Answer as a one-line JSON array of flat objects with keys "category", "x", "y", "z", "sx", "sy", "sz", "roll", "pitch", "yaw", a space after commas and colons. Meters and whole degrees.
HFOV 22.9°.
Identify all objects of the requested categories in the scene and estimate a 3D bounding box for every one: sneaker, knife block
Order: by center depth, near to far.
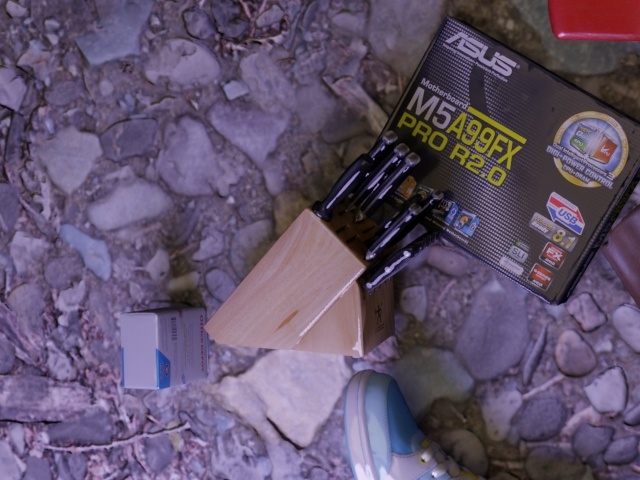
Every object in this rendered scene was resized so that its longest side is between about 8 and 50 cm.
[{"category": "sneaker", "x": 0.160, "y": 0.272, "z": 1.724, "sx": 0.208, "sy": 0.127, "sz": 0.319, "roll": -18, "pitch": 95, "yaw": 22}, {"category": "knife block", "x": 0.000, "y": 0.000, "z": 1.751, "sx": 0.276, "sy": 0.088, "sz": 0.242, "roll": 3, "pitch": 106, "yaw": 27}]

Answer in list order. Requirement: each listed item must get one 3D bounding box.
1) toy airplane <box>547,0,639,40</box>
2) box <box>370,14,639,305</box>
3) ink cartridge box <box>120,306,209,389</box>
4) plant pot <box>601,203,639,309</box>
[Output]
[{"category": "toy airplane", "x": 0.452, "y": -0.282, "z": 1.541, "sx": 0.384, "sy": 0.272, "sz": 0.386, "roll": 31, "pitch": 99, "yaw": -14}, {"category": "box", "x": 0.203, "y": -0.088, "z": 1.729, "sx": 0.270, "sy": 0.060, "sz": 0.216, "roll": 33, "pitch": 104, "yaw": 17}, {"category": "ink cartridge box", "x": -0.181, "y": 0.124, "z": 1.846, "sx": 0.052, "sy": 0.122, "sz": 0.088, "roll": -1, "pitch": 90, "yaw": 24}, {"category": "plant pot", "x": 0.385, "y": 0.035, "z": 1.619, "sx": 0.167, "sy": 0.167, "sz": 0.165, "roll": -42, "pitch": 71, "yaw": 16}]
